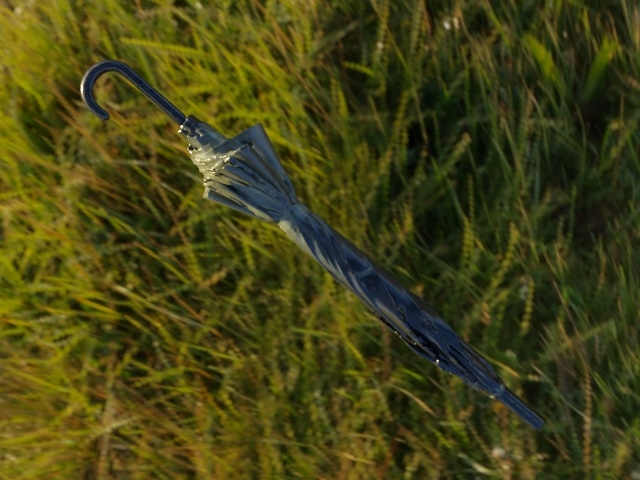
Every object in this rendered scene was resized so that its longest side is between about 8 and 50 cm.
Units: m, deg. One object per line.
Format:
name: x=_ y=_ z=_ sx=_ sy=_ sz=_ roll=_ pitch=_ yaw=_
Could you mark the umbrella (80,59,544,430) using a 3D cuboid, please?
umbrella: x=0.003 y=-0.005 z=0.680 sx=0.269 sy=0.044 sz=0.044 roll=36 pitch=92 yaw=1
